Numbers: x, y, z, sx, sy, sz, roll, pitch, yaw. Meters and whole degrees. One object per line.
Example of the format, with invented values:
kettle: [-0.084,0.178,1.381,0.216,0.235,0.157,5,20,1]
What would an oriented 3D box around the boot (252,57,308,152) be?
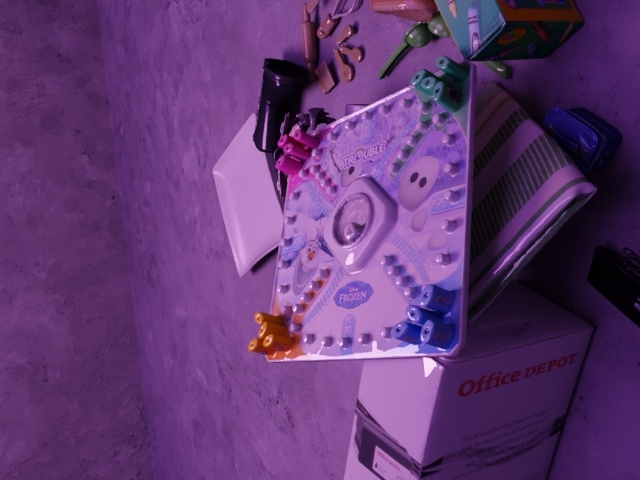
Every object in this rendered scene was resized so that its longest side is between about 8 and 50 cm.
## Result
boot: [-0.095,-0.296,1.433,0.246,0.094,0.207,-119,34,-65]

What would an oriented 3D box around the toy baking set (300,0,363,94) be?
toy baking set: [0.023,-0.437,1.309,0.197,0.030,0.256,11,113,51]

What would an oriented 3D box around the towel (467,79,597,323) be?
towel: [0.225,-0.066,0.888,0.247,0.038,0.324,-54,24,24]

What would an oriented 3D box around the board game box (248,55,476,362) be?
board game box: [0.043,-0.028,0.897,0.390,0.050,0.389,-15,62,49]

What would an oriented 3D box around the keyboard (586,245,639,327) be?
keyboard: [0.423,0.076,0.788,0.192,0.038,0.100,51,161,38]

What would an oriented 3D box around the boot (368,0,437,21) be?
boot: [0.141,-0.463,0.999,0.248,0.090,0.206,-120,41,-64]

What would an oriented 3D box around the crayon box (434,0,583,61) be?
crayon box: [0.218,-0.380,0.850,0.081,0.165,0.278,-40,68,53]

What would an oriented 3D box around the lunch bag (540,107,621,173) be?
lunch bag: [0.338,-0.130,0.831,0.098,0.065,0.067,52,138,40]

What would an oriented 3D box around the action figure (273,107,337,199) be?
action figure: [0.012,-0.140,1.130,0.285,0.099,0.185,16,118,44]

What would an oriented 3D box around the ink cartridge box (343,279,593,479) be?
ink cartridge box: [0.204,0.278,0.934,0.166,0.286,0.394,37,126,50]

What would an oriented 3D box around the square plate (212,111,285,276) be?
square plate: [-0.184,-0.112,1.695,0.347,0.049,0.343,-37,66,56]

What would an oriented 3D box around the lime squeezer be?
lime squeezer: [0.191,-0.328,1.053,0.310,0.059,0.109,19,143,54]

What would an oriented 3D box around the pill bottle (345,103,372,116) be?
pill bottle: [0.086,-0.159,1.193,0.108,0.108,0.193,22,116,55]
